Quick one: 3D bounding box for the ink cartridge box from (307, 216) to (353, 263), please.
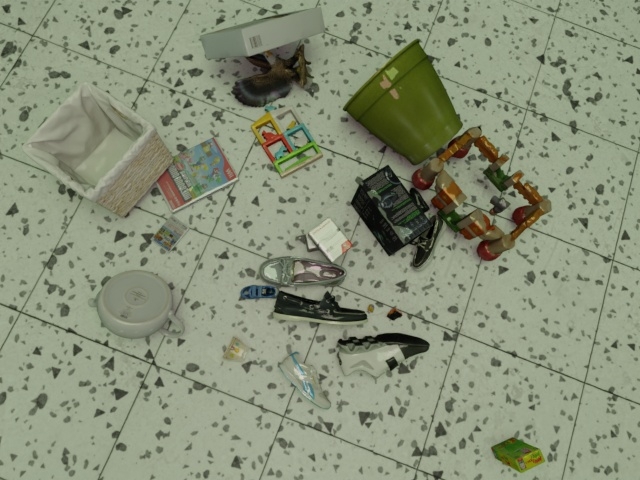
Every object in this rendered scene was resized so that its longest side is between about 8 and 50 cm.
[{"bbox_3d":[0.033,-0.001,1.588,0.099,0.056,0.135,-38,86,-9],"label":"ink cartridge box"}]

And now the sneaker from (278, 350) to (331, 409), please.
[{"bbox_3d":[-0.039,0.491,1.566,0.092,0.087,0.228,-43,86,-14],"label":"sneaker"}]

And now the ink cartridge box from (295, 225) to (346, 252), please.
[{"bbox_3d":[0.000,0.000,1.668,0.180,0.104,0.060,-12,82,-6],"label":"ink cartridge box"}]

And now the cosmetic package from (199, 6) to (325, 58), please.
[{"bbox_3d":[-0.214,-0.778,1.687,0.377,0.285,0.097,-34,124,-32],"label":"cosmetic package"}]

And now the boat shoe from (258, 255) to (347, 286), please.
[{"bbox_3d":[-0.065,0.114,1.638,0.321,0.103,0.118,6,77,-3],"label":"boat shoe"}]

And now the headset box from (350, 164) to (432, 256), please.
[{"bbox_3d":[0.254,-0.092,1.633,0.131,0.246,0.283,-33,81,-10],"label":"headset box"}]

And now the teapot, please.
[{"bbox_3d":[-0.628,0.239,1.536,0.253,0.187,0.256,-15,59,-34],"label":"teapot"}]

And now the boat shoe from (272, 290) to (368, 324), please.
[{"bbox_3d":[0.003,0.234,1.605,0.341,0.127,0.112,4,89,6],"label":"boat shoe"}]

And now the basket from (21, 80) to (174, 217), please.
[{"bbox_3d":[-0.761,-0.303,1.584,0.328,0.266,0.331,34,77,10],"label":"basket"}]

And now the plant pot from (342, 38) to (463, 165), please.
[{"bbox_3d":[0.336,-0.488,1.702,0.366,0.366,0.353,-43,96,-11],"label":"plant pot"}]

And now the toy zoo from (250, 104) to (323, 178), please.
[{"bbox_3d":[-0.145,-0.413,1.787,0.192,0.030,0.293,-30,81,-10],"label":"toy zoo"}]

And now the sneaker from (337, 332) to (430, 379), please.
[{"bbox_3d":[0.225,0.414,1.598,0.331,0.122,0.146,-3,96,-6],"label":"sneaker"}]

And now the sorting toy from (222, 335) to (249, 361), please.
[{"bbox_3d":[-0.295,0.392,1.594,0.075,0.045,0.083,28,77,-5],"label":"sorting toy"}]

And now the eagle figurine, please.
[{"bbox_3d":[-0.192,-0.676,1.787,0.299,0.225,0.226,-8,32,24],"label":"eagle figurine"}]

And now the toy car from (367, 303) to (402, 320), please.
[{"bbox_3d":[0.241,0.252,1.656,0.122,0.060,0.040,24,45,-5],"label":"toy car"}]

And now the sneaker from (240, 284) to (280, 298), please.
[{"bbox_3d":[-0.219,0.186,1.634,0.144,0.059,0.053,-2,80,-4],"label":"sneaker"}]

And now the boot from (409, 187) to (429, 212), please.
[{"bbox_3d":[0.357,-0.135,1.756,0.099,0.045,0.121,-33,82,-7],"label":"boot"}]

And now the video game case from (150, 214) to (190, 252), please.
[{"bbox_3d":[-0.562,-0.025,1.681,0.087,0.011,0.122,36,77,4],"label":"video game case"}]

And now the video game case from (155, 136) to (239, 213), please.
[{"bbox_3d":[-0.487,-0.253,1.730,0.285,0.025,0.204,-29,81,-10],"label":"video game case"}]

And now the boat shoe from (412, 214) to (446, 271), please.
[{"bbox_3d":[0.394,0.009,1.687,0.070,0.078,0.219,28,86,-38],"label":"boat shoe"}]

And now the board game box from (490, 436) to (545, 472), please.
[{"bbox_3d":[0.661,0.720,1.514,0.092,0.181,0.043,-20,80,-8],"label":"board game box"}]

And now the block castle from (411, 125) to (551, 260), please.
[{"bbox_3d":[0.594,-0.169,1.698,0.303,0.213,0.453,-41,85,-15],"label":"block castle"}]
